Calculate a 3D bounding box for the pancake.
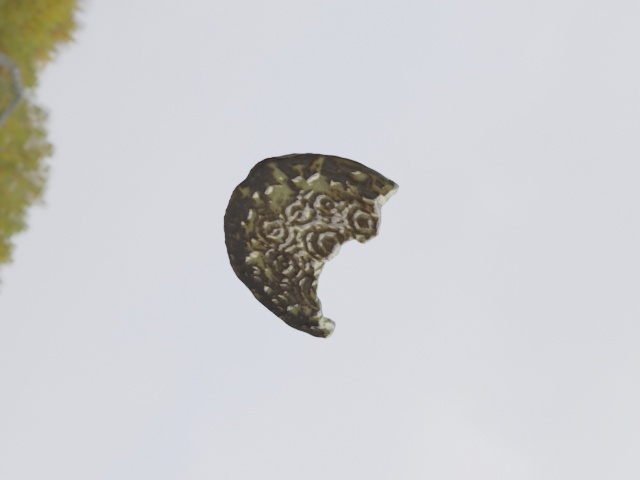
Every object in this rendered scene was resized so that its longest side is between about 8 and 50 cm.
[{"bbox_3d":[0.000,0.000,1.385,0.190,0.184,0.020,-23,-159,30],"label":"pancake"}]
